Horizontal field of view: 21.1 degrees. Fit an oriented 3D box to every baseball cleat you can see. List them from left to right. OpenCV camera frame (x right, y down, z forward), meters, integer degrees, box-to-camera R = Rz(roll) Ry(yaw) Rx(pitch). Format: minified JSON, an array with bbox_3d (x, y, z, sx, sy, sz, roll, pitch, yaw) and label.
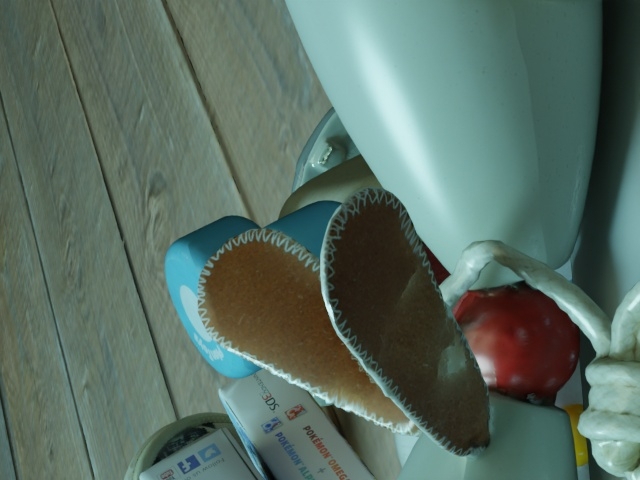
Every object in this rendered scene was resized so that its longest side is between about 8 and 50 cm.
[{"bbox_3d":[0.000,0.000,1.110,0.109,0.072,0.205,-136,57,-70],"label":"baseball cleat"}]

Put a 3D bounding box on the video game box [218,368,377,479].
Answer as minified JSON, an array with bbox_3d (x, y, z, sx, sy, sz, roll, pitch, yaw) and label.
[{"bbox_3d":[0.028,0.186,0.916,0.187,0.048,0.205,42,159,59],"label":"video game box"}]

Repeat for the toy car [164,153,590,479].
[{"bbox_3d":[0.089,0.061,0.794,0.238,0.219,0.210,66,157,-8],"label":"toy car"}]

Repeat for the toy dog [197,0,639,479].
[{"bbox_3d":[0.017,-0.028,0.564,0.220,0.161,0.333,129,140,-63],"label":"toy dog"}]

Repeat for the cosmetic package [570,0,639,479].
[{"bbox_3d":[0.192,-0.023,0.550,0.217,0.156,0.385,150,122,-63],"label":"cosmetic package"}]

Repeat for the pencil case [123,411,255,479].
[{"bbox_3d":[-0.101,0.292,1.186,0.183,0.160,0.410,-93,20,-47],"label":"pencil case"}]

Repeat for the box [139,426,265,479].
[{"bbox_3d":[0.032,0.261,0.813,0.322,0.058,0.232,48,164,51],"label":"box"}]
